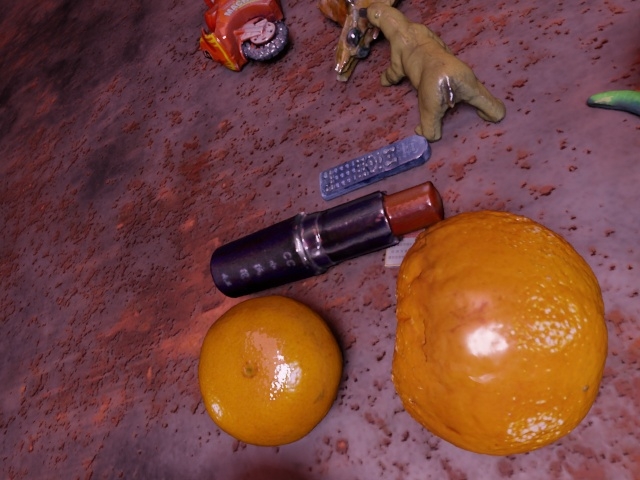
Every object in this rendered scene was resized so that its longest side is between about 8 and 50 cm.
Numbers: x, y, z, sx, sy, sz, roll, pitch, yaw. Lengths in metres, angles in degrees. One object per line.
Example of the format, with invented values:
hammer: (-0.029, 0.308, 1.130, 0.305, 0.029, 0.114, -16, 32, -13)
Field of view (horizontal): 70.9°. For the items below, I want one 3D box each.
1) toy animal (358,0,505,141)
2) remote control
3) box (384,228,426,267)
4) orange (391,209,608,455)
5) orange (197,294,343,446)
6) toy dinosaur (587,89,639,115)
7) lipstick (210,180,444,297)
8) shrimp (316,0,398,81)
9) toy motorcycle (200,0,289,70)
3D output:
toy animal: (0.127, -0.221, 0.564, 0.103, 0.101, 0.218, -33, 55, 14)
remote control: (0.069, -0.094, 0.584, 0.153, 0.027, 0.043, -17, 66, 24)
box: (0.102, -0.008, 0.531, 0.046, 0.012, 0.083, -4, 67, 29)
orange: (0.140, 0.072, 0.371, 0.161, 0.193, 0.193, 3, 67, 4)
orange: (-0.052, 0.136, 0.483, 0.156, 0.124, 0.156, -3, 79, 16)
toy dinosaur: (0.284, 0.097, 0.337, 0.374, 0.144, 0.500, -42, 40, 6)
lipstick: (0.000, 0.000, 0.540, 0.300, 0.081, 0.081, -20, 59, 23)
shrimp: (0.055, -0.383, 0.707, 0.168, 0.077, 0.317, 2, 64, 41)
toy motorcycle: (-0.147, -0.415, 0.818, 0.171, 0.089, 0.297, -25, 57, 18)
